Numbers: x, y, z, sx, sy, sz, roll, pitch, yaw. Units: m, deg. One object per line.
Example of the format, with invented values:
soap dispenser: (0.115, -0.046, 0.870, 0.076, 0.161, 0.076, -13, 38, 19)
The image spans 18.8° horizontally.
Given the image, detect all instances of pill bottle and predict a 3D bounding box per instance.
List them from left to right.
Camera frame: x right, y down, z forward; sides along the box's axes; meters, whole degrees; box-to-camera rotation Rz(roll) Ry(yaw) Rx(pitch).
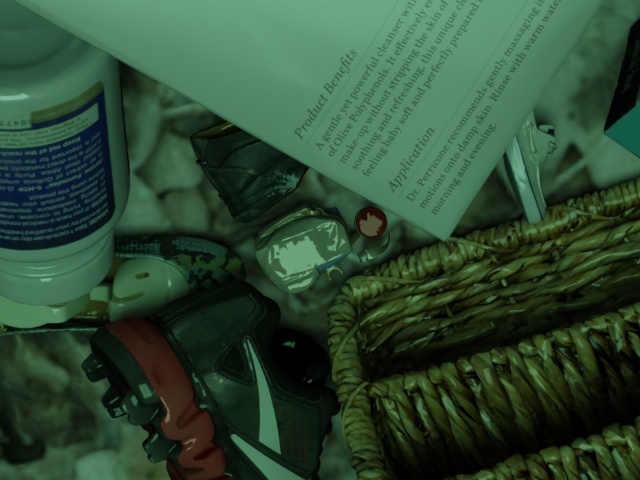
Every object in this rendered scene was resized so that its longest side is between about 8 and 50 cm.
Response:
pill bottle: (-0.166, -0.053, 1.112, 0.112, 0.112, 0.186, 2, 137, 1)

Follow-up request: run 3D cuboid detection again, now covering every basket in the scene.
basket: (0.169, 0.112, 1.141, 0.299, 0.213, 0.223, -17, 112, 8)

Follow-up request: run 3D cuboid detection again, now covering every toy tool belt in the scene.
toy tool belt: (0.000, 0.000, 1.194, 0.083, 0.051, 0.052, -24, 95, -2)

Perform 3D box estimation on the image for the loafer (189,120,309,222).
loafer: (-0.003, -0.081, 1.148, 0.170, 0.062, 0.061, -38, 102, 14)

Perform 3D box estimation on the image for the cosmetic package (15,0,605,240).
cosmetic package: (-0.045, -0.182, 0.989, 0.365, 0.155, 0.197, 31, 105, -13)

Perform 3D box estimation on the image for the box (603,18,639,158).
box: (0.257, -0.137, 1.043, 0.060, 0.100, 0.244, 33, 137, -13)

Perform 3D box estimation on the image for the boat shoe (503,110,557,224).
boat shoe: (0.126, -0.060, 1.164, 0.035, 0.035, 0.100, -16, 97, 0)

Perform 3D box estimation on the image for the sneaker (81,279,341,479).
sneaker: (-0.038, 0.133, 1.213, 0.135, 0.097, 0.276, -34, 128, -14)

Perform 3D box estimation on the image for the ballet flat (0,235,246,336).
ballet flat: (-0.141, 0.035, 1.197, 0.188, 0.070, 0.070, -4, 113, 3)
